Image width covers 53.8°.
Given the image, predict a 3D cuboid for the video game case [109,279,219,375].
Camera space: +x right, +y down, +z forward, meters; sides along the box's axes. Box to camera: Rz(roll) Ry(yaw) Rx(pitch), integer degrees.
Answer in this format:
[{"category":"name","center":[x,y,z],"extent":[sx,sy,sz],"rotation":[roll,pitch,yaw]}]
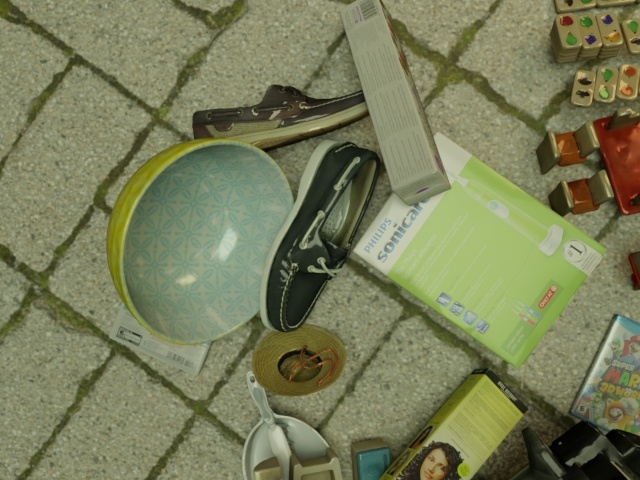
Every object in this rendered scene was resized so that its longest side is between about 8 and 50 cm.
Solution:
[{"category":"video game case","center":[-0.237,0.118,0.998],"extent":[0.157,0.019,0.143],"rotation":[23,92,4]}]

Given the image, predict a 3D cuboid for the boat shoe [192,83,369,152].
[{"category":"boat shoe","center":[-0.060,-0.188,0.944],"extent":[0.285,0.103,0.093],"rotation":[-14,94,10]}]

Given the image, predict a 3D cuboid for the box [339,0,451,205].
[{"category":"box","center":[0.099,-0.205,0.880],"extent":[0.067,0.063,0.324],"rotation":[-25,62,21]}]

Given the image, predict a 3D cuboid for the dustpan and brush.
[{"category":"dustpan and brush","center":[-0.069,0.294,0.966],"extent":[0.147,0.060,0.211],"rotation":[-20,89,4]}]

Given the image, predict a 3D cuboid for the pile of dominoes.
[{"category":"pile of dominoes","center":[0.466,-0.296,0.903],"extent":[0.251,0.040,0.196],"rotation":[-6,70,5]}]

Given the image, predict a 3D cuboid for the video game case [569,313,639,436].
[{"category":"video game case","center":[0.467,0.211,0.952],"extent":[0.119,0.015,0.166],"rotation":[24,92,4]}]

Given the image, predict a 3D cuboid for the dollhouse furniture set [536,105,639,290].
[{"category":"dollhouse furniture set","center":[0.471,-0.065,0.913],"extent":[0.261,0.135,0.259],"rotation":[-12,78,4]}]

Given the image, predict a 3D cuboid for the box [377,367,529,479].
[{"category":"box","center":[0.192,0.297,0.913],"extent":[0.087,0.058,0.232],"rotation":[45,72,2]}]

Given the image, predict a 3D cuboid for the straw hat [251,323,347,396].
[{"category":"straw hat","center":[-0.029,0.199,0.960],"extent":[0.144,0.145,0.061],"rotation":[-6,132,4]}]

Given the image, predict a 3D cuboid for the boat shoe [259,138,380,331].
[{"category":"boat shoe","center":[0.000,0.000,0.924],"extent":[0.091,0.114,0.303],"rotation":[19,94,35]}]

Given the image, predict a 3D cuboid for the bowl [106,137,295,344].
[{"category":"bowl","center":[-0.192,-0.014,0.905],"extent":[0.156,0.289,0.290],"rotation":[22,92,42]}]

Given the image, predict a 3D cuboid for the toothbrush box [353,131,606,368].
[{"category":"toothbrush box","center":[0.219,0.013,0.914],"extent":[0.283,0.122,0.206],"rotation":[35,92,2]}]

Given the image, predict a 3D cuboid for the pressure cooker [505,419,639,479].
[{"category":"pressure cooker","center":[0.344,0.457,0.793],"extent":[0.420,0.375,0.370],"rotation":[-38,128,3]}]

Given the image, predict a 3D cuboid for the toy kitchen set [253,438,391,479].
[{"category":"toy kitchen set","center":[0.019,0.381,0.881],"extent":[0.207,0.166,0.122],"rotation":[-6,95,-13]}]
